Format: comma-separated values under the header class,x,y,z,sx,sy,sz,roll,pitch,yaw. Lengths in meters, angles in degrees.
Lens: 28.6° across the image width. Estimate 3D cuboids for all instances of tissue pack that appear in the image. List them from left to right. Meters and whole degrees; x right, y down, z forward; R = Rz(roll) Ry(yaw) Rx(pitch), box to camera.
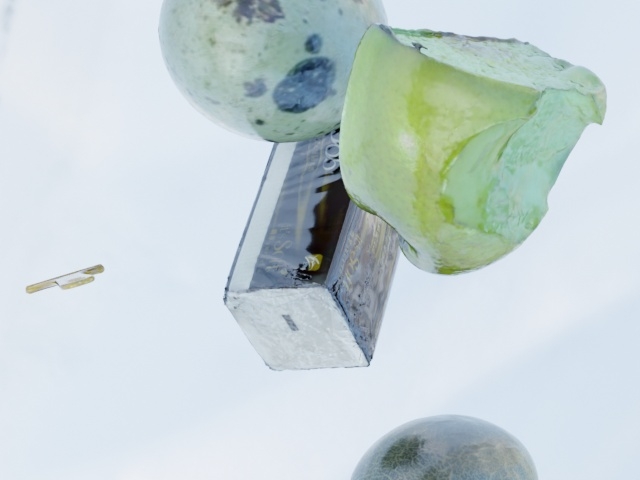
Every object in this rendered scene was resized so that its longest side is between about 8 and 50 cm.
class,x,y,z,sx,sy,sz,roll,pitch,yaw
tissue pack,0.000,0.000,1.890,0.210,0.198,0.370,65,32,-44

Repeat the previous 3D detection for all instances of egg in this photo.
class,x,y,z,sx,sy,sz,roll,pitch,yaw
egg,-0.060,-0.272,1.687,0.379,0.288,0.287,-25,134,-68

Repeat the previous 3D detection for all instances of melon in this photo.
class,x,y,z,sx,sy,sz,roll,pitch,yaw
melon,0.187,0.384,1.886,0.329,0.249,0.248,-6,118,-44

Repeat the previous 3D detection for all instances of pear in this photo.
class,x,y,z,sx,sy,sz,roll,pitch,yaw
pear,0.157,-0.083,1.395,0.286,0.176,0.281,-1,123,-39

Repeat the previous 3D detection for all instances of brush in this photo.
class,x,y,z,sx,sy,sz,roll,pitch,yaw
brush,-0.309,0.049,1.546,0.103,0.272,0.013,-18,94,-15
